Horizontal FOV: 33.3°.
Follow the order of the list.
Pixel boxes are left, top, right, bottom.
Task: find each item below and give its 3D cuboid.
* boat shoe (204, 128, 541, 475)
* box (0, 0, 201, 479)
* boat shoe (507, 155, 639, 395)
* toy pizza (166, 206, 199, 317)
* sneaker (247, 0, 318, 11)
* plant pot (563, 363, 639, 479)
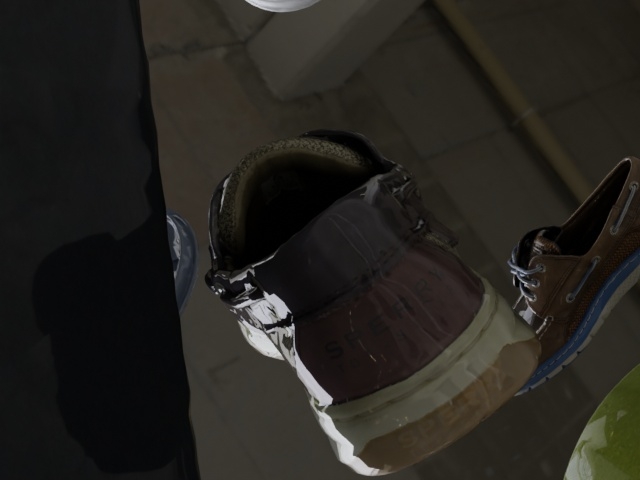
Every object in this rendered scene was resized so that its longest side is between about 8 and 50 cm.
[{"bbox_3d":[0.000,0.000,0.439,0.092,0.103,0.285,60,178,-14],"label":"boat shoe"},{"bbox_3d":[-0.310,-0.032,0.273,0.480,0.297,0.471,-5,-92,-49],"label":"box"},{"bbox_3d":[0.158,0.020,0.698,0.066,0.183,0.066,38,-171,-19],"label":"boat shoe"},{"bbox_3d":[-0.148,0.056,0.576,0.032,0.201,0.201,57,-148,-32],"label":"toy pizza"},{"bbox_3d":[0.013,-0.263,0.608,0.111,0.297,0.129,27,-158,8],"label":"sneaker"},{"bbox_3d":[0.338,0.210,0.643,0.275,0.293,0.275,-2,-86,-21],"label":"plant pot"}]
